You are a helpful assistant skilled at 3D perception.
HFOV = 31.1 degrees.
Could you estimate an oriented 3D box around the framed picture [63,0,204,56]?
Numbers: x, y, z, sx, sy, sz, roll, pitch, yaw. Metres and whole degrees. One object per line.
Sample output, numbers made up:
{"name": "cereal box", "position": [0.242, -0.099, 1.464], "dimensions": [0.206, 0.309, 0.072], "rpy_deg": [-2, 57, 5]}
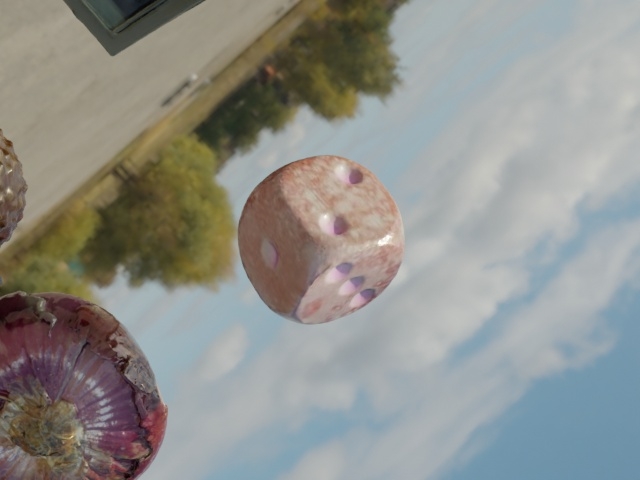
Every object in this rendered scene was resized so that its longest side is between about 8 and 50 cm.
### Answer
{"name": "framed picture", "position": [-0.250, -0.439, 1.246], "dimensions": [0.326, 0.446, 0.028], "rpy_deg": [-26, -150, 26]}

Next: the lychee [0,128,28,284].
{"name": "lychee", "position": [-0.382, -0.049, 1.108], "dimensions": [0.200, 0.238, 0.200], "rpy_deg": [-37, 178, -1]}

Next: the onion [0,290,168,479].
{"name": "onion", "position": [-0.261, 0.145, 1.157], "dimensions": [0.230, 0.230, 0.163], "rpy_deg": [-38, -162, 22]}

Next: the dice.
{"name": "dice", "position": [0.000, 0.000, 0.842], "dimensions": [0.091, 0.094, 0.093], "rpy_deg": [-15, 148, -34]}
